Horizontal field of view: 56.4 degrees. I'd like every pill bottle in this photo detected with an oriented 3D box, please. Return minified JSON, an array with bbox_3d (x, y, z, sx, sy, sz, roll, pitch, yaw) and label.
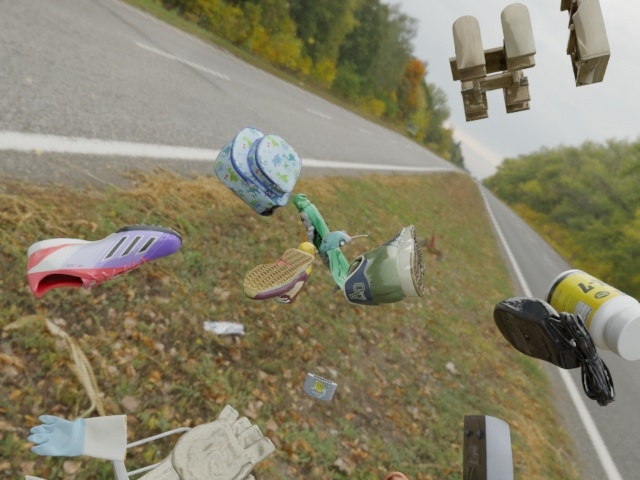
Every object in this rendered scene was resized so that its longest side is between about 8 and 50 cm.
[{"bbox_3d":[0.561,0.147,1.194,0.119,0.119,0.208,31,7,-24],"label":"pill bottle"}]

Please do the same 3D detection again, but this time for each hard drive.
[{"bbox_3d":[0.288,0.437,1.040,0.054,0.254,0.172,4,-17,1],"label":"hard drive"}]

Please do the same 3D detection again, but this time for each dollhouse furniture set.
[{"bbox_3d":[0.341,-0.337,1.015,0.212,0.242,0.161,34,49,-69],"label":"dollhouse furniture set"}]

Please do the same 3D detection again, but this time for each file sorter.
[{"bbox_3d":[-0.312,0.561,1.223,0.173,0.277,0.193,-10,15,-24],"label":"file sorter"}]

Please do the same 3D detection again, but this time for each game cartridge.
[{"bbox_3d":[-0.003,0.392,1.589,0.083,0.056,0.017,20,17,4],"label":"game cartridge"}]

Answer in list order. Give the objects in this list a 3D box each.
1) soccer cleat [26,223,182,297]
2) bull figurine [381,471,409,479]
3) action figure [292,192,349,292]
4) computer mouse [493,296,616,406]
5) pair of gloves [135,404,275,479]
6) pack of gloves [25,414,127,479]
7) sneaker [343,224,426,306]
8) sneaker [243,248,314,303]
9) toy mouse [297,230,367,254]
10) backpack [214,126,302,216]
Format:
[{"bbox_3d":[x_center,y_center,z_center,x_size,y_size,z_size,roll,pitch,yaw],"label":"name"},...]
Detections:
[{"bbox_3d":[-0.451,0.046,1.259,0.318,0.108,0.116,-8,57,-9],"label":"soccer cleat"},{"bbox_3d":[0.242,0.723,1.522,0.310,0.188,0.101,46,5,-5],"label":"bull figurine"},{"bbox_3d":[0.000,0.000,1.335,0.232,0.064,0.137,64,10,-3],"label":"action figure"},{"bbox_3d":[0.419,0.170,1.081,0.188,0.072,0.272,61,-11,-16],"label":"computer mouse"},{"bbox_3d":[-0.102,0.341,0.734,0.240,0.042,0.204,46,46,9],"label":"pair of gloves"},{"bbox_3d":[-0.469,0.425,1.104,0.232,0.195,0.046,-6,-10,19],"label":"pack of gloves"},{"bbox_3d":[0.071,0.028,0.680,0.192,0.086,0.064,-48,122,-75],"label":"sneaker"},{"bbox_3d":[-0.069,0.079,1.008,0.070,0.083,0.185,21,25,23],"label":"sneaker"},{"bbox_3d":[0.023,0.000,1.182,0.031,0.143,0.161,70,19,-2],"label":"toy mouse"},{"bbox_3d":[-0.088,-0.110,0.879,0.114,0.084,0.105,37,48,-23],"label":"backpack"}]
